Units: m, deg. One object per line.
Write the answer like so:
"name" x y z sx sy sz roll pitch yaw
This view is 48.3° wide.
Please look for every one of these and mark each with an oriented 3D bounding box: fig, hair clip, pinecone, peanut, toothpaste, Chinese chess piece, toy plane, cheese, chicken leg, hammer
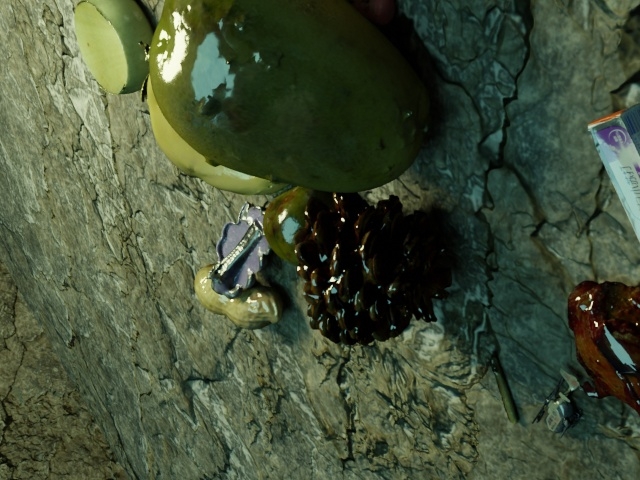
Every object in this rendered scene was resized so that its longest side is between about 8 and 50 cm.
"fig" -0.009 0.004 1.094 0.133 0.127 0.184 -25 94 34
"hair clip" -0.148 0.016 1.277 0.124 0.052 0.195 48 116 25
"pinecone" 0.074 0.036 0.957 0.221 0.221 0.221 28 133 36
"peanut" -0.156 0.110 1.364 0.228 0.086 0.104 23 118 37
"toothpaste" 0.338 -0.041 0.724 0.047 0.040 0.196 -19 98 55
"Chinese chess piece" -0.377 -0.365 1.319 0.188 0.083 0.188 31 137 33
"toy plane" 0.314 0.216 0.929 0.049 0.031 0.120 46 144 33
"cheese" -0.171 -0.200 1.153 0.316 0.128 0.259 8 115 38
"chicken leg" 0.383 0.187 0.800 0.322 0.083 0.177 52 151 15
"hammer" 0.055 -0.291 0.891 0.083 0.043 0.043 22 129 42

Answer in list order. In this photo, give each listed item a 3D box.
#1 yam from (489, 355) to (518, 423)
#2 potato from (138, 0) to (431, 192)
"yam" 0.258 0.211 1.003 0.014 0.014 0.107 -6 109 51
"potato" -0.044 -0.186 0.886 0.359 0.219 0.269 36 126 -5
